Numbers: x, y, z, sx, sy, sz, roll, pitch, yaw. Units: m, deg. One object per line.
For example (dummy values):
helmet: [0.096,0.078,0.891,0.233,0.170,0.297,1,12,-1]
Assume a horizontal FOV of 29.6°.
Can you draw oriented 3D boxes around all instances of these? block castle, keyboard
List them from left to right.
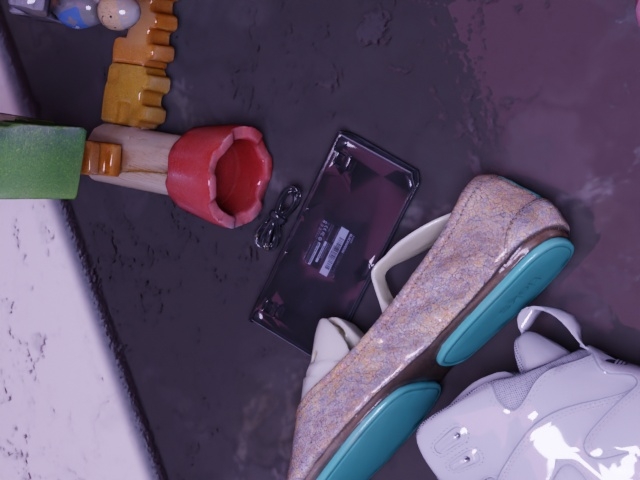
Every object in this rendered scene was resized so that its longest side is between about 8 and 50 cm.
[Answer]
block castle: [-0.186,-0.163,0.838,0.213,0.453,0.303,12,97,32]
keyboard: [0.000,0.000,0.991,0.108,0.023,0.180,30,105,15]

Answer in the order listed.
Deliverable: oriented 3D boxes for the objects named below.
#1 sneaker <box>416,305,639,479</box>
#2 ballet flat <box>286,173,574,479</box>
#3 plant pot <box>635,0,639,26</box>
sneaker: [0.150,0.230,0.873,0.210,0.137,0.365,34,102,21]
ballet flat: [0.060,0.077,0.932,0.316,0.107,0.106,-48,61,12]
plant pot: [0.303,-0.216,0.747,0.201,0.201,0.180,2,78,26]
